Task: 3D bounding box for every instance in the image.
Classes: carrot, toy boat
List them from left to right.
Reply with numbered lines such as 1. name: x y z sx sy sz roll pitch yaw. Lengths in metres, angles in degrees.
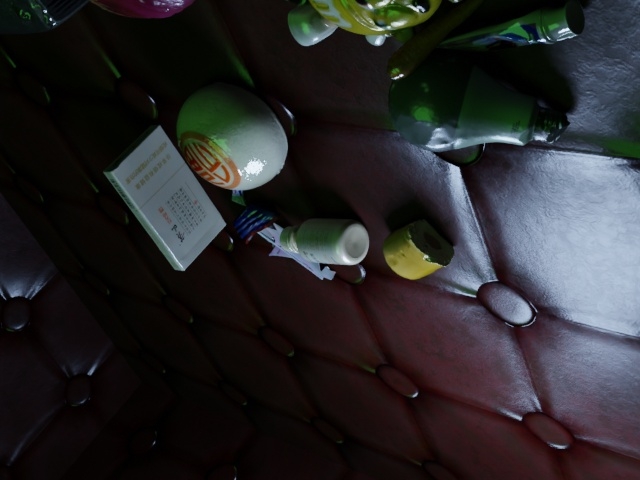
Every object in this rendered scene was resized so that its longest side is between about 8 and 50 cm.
1. toy boat: -0.101 0.003 2.527 0.318 0.072 0.219 28 153 13
2. carrot: 0.199 -0.353 1.585 0.216 0.048 0.048 -40 104 16

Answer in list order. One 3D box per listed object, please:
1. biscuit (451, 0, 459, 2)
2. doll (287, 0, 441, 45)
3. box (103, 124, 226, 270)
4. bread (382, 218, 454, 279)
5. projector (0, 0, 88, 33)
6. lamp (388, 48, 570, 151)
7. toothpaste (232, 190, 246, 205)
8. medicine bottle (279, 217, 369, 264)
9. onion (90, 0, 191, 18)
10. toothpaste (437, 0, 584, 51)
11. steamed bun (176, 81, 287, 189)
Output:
1. biscuit: 0.092 -0.477 1.402 0.335 0.329 0.078 54 -171 3
2. doll: 0.033 -0.459 1.623 0.348 0.161 0.423 32 166 -2
3. box: -0.422 -0.115 2.581 0.051 0.205 0.365 4 136 46
4. bread: 0.219 0.029 2.170 0.134 0.085 0.173 42 151 -5
5. projector: -0.745 -0.682 2.115 0.405 0.242 0.395 11 139 39
6. lamp: 0.271 -0.222 1.685 0.313 0.182 0.182 27 151 -2
7. toothpaste: -0.222 -0.147 2.488 0.045 0.028 0.170 19 149 11
8. medicine bottle: 0.000 0.000 2.352 0.252 0.114 0.114 4 136 47
9. onion: -0.412 -0.561 1.719 0.398 0.420 0.398 41 160 19
10. toothpaste: 0.311 -0.343 1.557 0.266 0.096 0.061 -3 90 48
11. steamed bun: -0.226 -0.230 2.222 0.283 0.177 0.283 29 150 18
